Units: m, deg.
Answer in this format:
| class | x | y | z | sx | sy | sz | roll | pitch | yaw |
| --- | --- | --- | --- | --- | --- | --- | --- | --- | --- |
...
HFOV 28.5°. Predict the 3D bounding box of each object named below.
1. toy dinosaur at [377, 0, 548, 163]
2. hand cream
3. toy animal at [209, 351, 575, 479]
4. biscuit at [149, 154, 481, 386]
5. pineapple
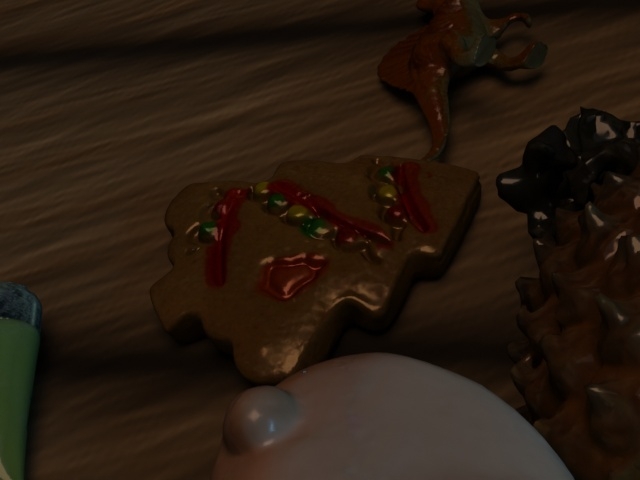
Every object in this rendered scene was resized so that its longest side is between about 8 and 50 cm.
| class | x | y | z | sx | sy | sz | roll | pitch | yaw |
| --- | --- | --- | --- | --- | --- | --- | --- | --- | --- |
| toy dinosaur | 0.088 | -0.145 | 0.969 | 0.142 | 0.057 | 0.212 | 13 | 46 | 44 |
| hand cream | -0.218 | 0.100 | 0.792 | 0.095 | 0.046 | 0.175 | -8 | 48 | 6 |
| toy animal | 0.024 | 0.162 | 0.484 | 0.221 | 0.229 | 0.210 | -50 | 31 | 17 |
| biscuit | 0.000 | 0.000 | 0.842 | 0.239 | 0.041 | 0.212 | -24 | 40 | -9 |
| pineapple | 0.190 | 0.027 | 0.641 | 0.223 | 0.223 | 0.357 | -11 | 31 | 4 |
